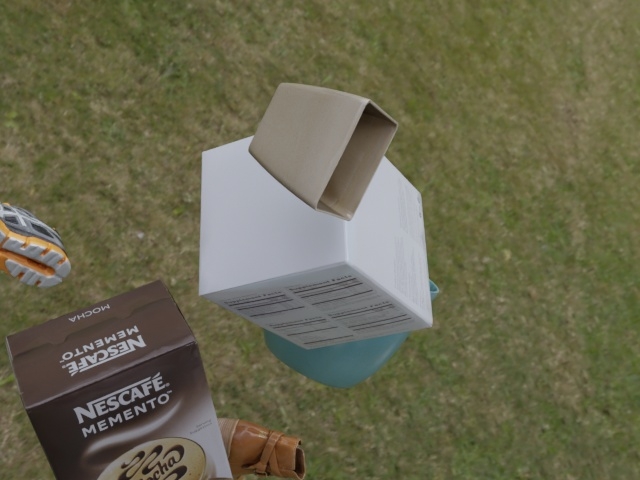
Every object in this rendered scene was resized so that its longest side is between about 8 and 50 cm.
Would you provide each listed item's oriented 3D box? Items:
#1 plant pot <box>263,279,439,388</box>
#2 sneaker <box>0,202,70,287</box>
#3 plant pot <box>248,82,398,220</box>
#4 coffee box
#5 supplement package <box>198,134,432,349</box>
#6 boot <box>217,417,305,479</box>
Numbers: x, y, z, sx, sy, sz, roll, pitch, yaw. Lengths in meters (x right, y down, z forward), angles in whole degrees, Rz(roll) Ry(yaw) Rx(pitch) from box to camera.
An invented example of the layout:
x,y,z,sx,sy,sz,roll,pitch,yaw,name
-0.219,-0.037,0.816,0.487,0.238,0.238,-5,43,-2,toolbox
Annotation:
x,y,z,sx,sy,sz,roll,pitch,yaw,name
0.029,0.122,1.509,0.293,0.235,0.293,28,8,-4,plant pot
-0.414,-0.017,1.044,0.215,0.084,0.083,37,19,-36,sneaker
-0.003,-0.093,0.797,0.096,0.109,0.109,29,6,19,plant pot
-0.196,0.211,0.878,0.168,0.297,0.119,-21,37,-17,coffee box
0.000,0.000,1.068,0.262,0.198,0.199,37,45,-55,supplement package
-0.096,0.344,1.287,0.152,0.197,0.073,8,54,12,boot
